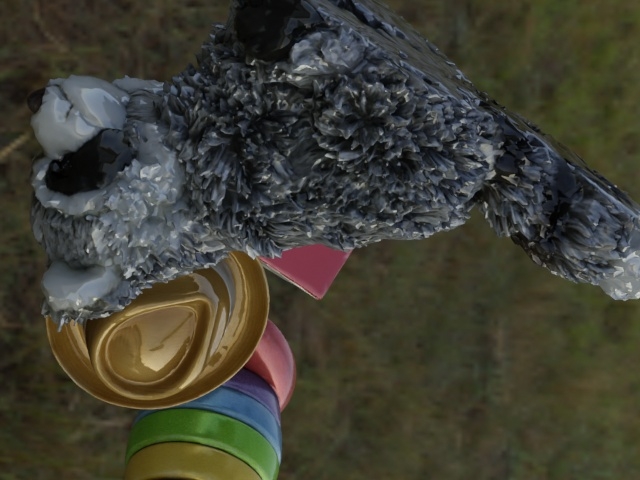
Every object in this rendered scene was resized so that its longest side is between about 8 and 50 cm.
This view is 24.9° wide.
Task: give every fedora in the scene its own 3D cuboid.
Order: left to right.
[{"bbox_3d":[-0.134,0.071,1.199,0.079,0.194,0.194,-104,-175,-66],"label":"fedora"}]

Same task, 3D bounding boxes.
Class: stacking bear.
[{"bbox_3d":[-0.124,0.235,1.407,0.164,0.175,0.289,57,33,-39],"label":"stacking bear"}]

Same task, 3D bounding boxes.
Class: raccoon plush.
[{"bbox_3d":[0.000,0.000,1.040,0.299,0.446,0.216,-52,180,17],"label":"raccoon plush"}]

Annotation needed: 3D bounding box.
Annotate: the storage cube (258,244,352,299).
[{"bbox_3d":[-0.056,-0.079,1.644,0.193,0.183,0.215,-58,140,-3],"label":"storage cube"}]
